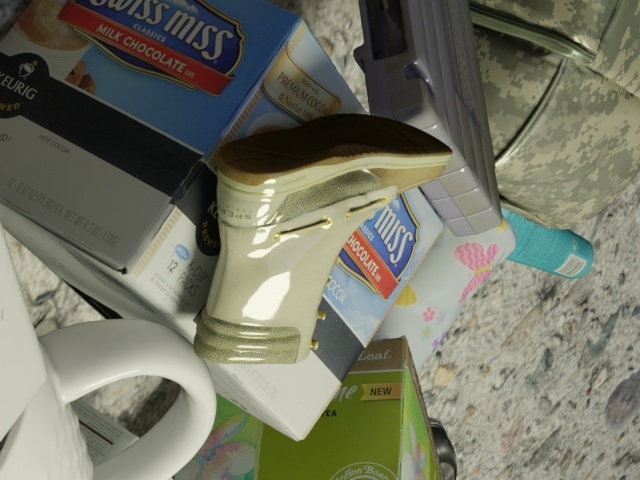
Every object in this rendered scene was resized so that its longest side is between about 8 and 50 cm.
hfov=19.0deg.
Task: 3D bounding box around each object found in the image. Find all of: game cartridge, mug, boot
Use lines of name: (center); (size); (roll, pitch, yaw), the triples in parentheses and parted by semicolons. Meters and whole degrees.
game cartridge: (0.077, -0.201, 1.610); (0.230, 0.068, 0.355); (57, 23, -58)
mug: (-0.250, 0.169, 1.363); (0.374, 0.276, 0.328); (-24, 147, -6)
boot: (0.000, 0.000, 1.382); (0.213, 0.077, 0.165); (-13, 123, -44)

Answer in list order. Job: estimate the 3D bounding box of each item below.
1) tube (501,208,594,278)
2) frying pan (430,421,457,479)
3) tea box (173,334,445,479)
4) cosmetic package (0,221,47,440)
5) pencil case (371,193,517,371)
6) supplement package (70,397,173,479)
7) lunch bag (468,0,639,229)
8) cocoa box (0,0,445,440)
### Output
tube: (0.248, 0.000, 2.216); (0.207, 0.052, 0.080); (21, 91, -53)
frying pan: (0.094, 0.261, 2.192); (0.197, 0.053, 0.326); (-43, 147, -30)
tea box: (-0.001, 0.315, 1.802); (0.329, 0.220, 0.323); (73, 15, -49)
cosmetic package: (-0.291, 0.009, 0.945); (0.230, 0.161, 0.453); (-54, 160, -27)
pencil case: (0.088, 0.067, 1.968); (0.273, 0.113, 0.124); (-52, 145, -17)
supplement package: (-0.252, 0.253, 1.592); (0.244, 0.139, 0.134); (-51, 150, -15)
lunch bag: (0.213, -0.151, 1.888); (0.305, 0.212, 0.256); (19, 93, -59)
cocoa box: (-0.094, -0.039, 1.511); (0.228, 0.231, 0.347); (-55, 147, -11)
